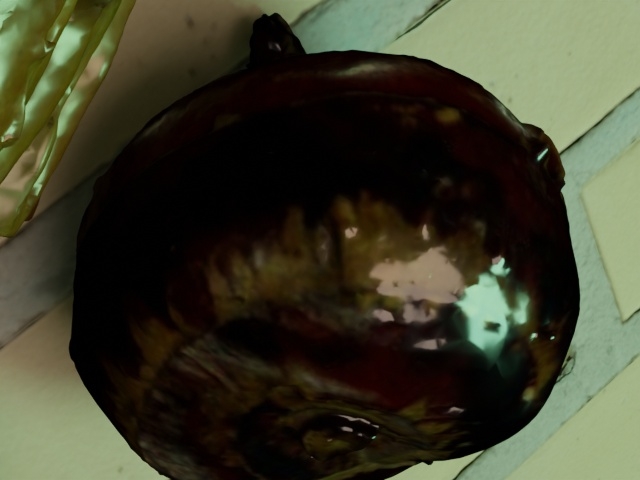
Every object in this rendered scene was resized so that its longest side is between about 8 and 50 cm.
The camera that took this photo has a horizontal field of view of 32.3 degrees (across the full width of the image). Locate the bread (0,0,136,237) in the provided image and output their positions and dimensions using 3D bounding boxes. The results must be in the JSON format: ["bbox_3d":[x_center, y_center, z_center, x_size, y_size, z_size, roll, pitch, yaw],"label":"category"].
[{"bbox_3d":[-0.210,-0.151,0.417,0.370,0.191,0.314,19,101,-39],"label":"bread"}]

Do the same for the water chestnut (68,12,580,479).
[{"bbox_3d":[0.000,0.000,0.629,0.300,0.300,0.300,-16,121,-29],"label":"water chestnut"}]
